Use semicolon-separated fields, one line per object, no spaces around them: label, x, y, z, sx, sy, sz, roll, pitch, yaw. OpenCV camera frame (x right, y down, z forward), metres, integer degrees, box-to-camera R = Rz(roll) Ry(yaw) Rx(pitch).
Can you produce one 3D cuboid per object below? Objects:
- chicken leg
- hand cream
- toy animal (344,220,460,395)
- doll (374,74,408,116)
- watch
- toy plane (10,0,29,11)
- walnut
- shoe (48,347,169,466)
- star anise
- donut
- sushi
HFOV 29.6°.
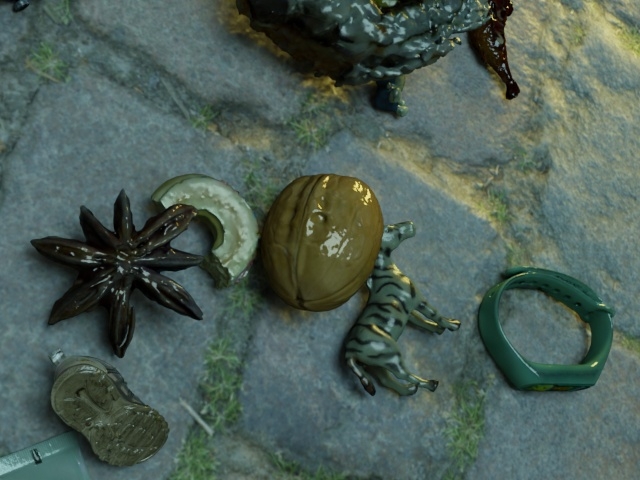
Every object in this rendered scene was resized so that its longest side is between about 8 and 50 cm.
chicken leg;0.291;-0.344;2.029;0.089;0.048;0.219;5;71;-26
hand cream;-0.278;0.387;1.431;0.109;0.067;0.321;-19;79;-33
toy animal;0.119;0.105;1.750;0.170;0.090;0.255;16;63;-20
doll;0.108;-0.241;1.876;0.050;0.076;0.083;1;72;14
watch;0.357;0.141;1.891;0.237;0.068;0.195;5;68;-25
toy plane;-0.419;-0.328;1.594;0.167;0.062;0.054;-31;90;-25
walnut;0.000;0.000;1.666;0.165;0.165;0.197;37;56;-15
shoe;-0.268;0.201;1.482;0.089;0.092;0.180;-45;126;-3
star anise;-0.241;0.034;1.532;0.229;0.093;0.236;41;75;-10
donut;-0.148;-0.023;1.643;0.166;0.065;0.108;49;59;-5
sushi;0.066;-0.425;1.799;0.417;0.176;0.418;2;85;-21
